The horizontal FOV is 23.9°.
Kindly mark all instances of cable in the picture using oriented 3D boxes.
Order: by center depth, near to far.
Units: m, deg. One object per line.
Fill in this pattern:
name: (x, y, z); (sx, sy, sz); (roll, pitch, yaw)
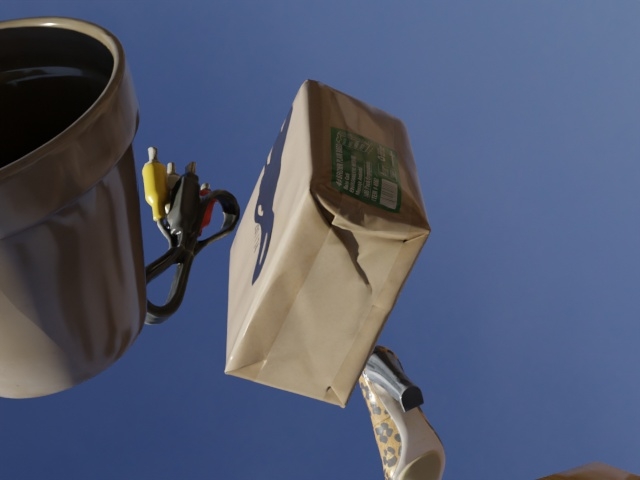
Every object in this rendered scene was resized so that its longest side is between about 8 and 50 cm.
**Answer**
cable: (-0.182, 0.008, 1.945); (0.139, 0.072, 0.287); (31, -133, -27)

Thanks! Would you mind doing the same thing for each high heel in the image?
high heel: (0.114, 0.291, 2.341); (0.093, 0.261, 0.186); (-15, -153, -18)

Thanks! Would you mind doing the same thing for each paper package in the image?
paper package: (0.000, 0.000, 1.970); (0.168, 0.310, 0.325); (18, -152, -11)

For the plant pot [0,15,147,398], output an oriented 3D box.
plant pot: (-0.296, -0.013, 1.433); (0.323, 0.323, 0.280); (-84, -19, -55)

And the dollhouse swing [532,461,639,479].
dollhouse swing: (0.232, 0.433, 1.381); (0.305, 0.315, 0.347); (-21, -71, -31)
